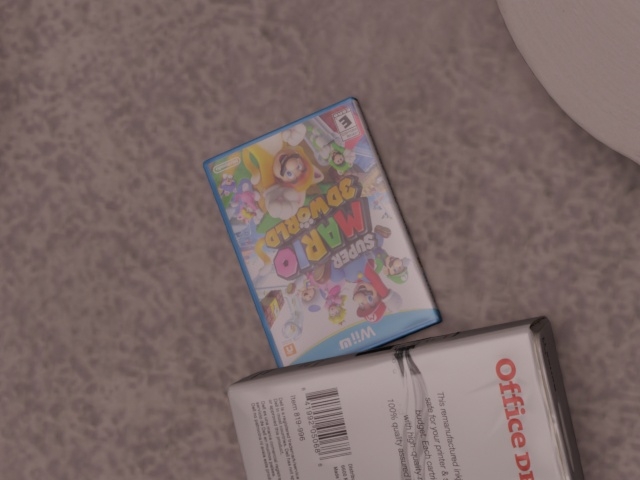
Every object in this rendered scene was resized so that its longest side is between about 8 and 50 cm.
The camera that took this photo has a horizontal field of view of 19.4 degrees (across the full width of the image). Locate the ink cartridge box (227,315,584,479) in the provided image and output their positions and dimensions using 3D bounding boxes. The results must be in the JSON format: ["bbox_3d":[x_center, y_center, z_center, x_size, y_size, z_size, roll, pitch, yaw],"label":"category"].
[{"bbox_3d":[0.062,0.143,1.225,0.208,0.087,0.153,-12,91,15],"label":"ink cartridge box"}]

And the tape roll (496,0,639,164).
[{"bbox_3d":[0.254,-0.226,1.103,0.392,0.072,0.392,7,100,47],"label":"tape roll"}]

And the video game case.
[{"bbox_3d":[0.000,0.000,1.293,0.119,0.015,0.166,-23,82,14],"label":"video game case"}]
